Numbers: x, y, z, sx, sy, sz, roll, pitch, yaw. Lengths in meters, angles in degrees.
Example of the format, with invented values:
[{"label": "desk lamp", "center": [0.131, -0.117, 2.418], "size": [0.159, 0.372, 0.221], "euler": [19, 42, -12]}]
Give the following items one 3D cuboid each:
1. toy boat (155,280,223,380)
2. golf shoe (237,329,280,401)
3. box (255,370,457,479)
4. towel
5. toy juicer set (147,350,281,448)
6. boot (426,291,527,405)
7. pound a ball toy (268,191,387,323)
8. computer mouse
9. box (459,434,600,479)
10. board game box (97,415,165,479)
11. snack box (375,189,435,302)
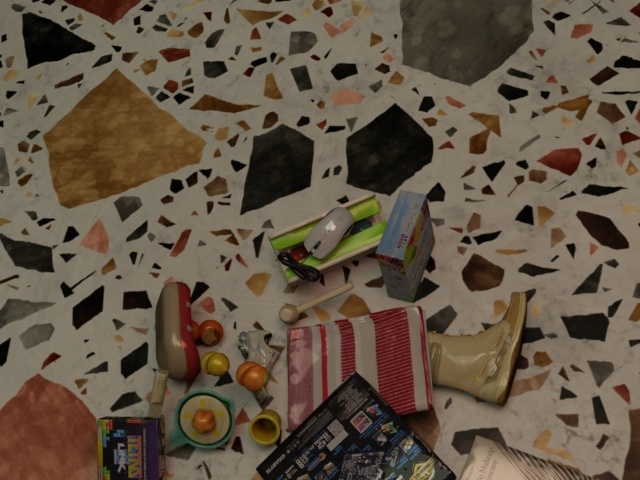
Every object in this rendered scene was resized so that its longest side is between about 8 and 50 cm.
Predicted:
[{"label": "toy boat", "center": [-0.299, 0.213, 2.040], "size": [0.151, 0.151, 0.231], "euler": [5, 56, -19]}, {"label": "golf shoe", "center": [-0.131, 0.276, 1.992], "size": [0.086, 0.069, 0.176], "euler": [-14, 58, -3]}, {"label": "box", "center": [0.067, 0.466, 1.764], "size": [0.295, 0.073, 0.293], "euler": [-44, 60, -4]}, {"label": "towel", "center": [0.077, 0.277, 1.910], "size": [0.329, 0.037, 0.237], "euler": [-13, 62, 20]}, {"label": "toy juicer set", "center": [-0.255, 0.349, 1.901], "size": [0.329, 0.089, 0.209], "euler": [-7, 100, 9]}, {"label": "boot", "center": [0.334, 0.213, 1.914], "size": [0.203, 0.095, 0.262], "euler": [12, 67, 20]}, {"label": "pound a ball toy", "center": [0.020, 0.046, 2.079], "size": [0.319, 0.136, 0.208], "euler": [-24, 83, -3]}, {"label": "computer mouse", "center": [0.000, 0.000, 1.995], "size": [0.106, 0.042, 0.193], "euler": [39, 84, 6]}, {"label": "box", "center": [0.418, 0.489, 1.725], "size": [0.275, 0.094, 0.113], "euler": [16, 64, 20]}, {"label": "board game box", "center": [-0.408, 0.468, 1.903], "size": [0.141, 0.048, 0.170], "euler": [-3, 87, 13]}, {"label": "snack box", "center": [0.196, 0.015, 1.992], "size": [0.070, 0.207, 0.174], "euler": [14, 64, 20]}]
